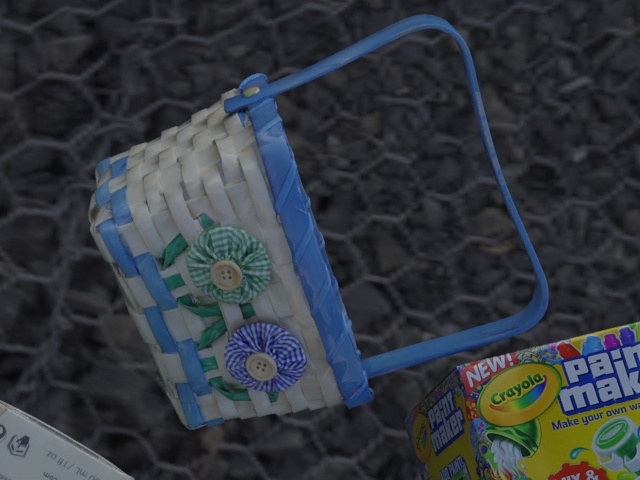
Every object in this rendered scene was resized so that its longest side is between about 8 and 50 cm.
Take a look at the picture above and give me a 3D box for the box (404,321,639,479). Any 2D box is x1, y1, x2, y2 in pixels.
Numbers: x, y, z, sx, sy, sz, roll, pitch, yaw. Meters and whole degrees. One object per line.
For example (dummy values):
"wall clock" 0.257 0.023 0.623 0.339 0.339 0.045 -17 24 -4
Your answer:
"box" 0.254 0.215 1.396 0.290 0.177 0.279 -13 74 -15

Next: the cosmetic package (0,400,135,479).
"cosmetic package" -0.227 0.267 1.124 0.113 0.160 0.309 29 75 11

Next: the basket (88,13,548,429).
"basket" 0.000 0.000 1.293 0.289 0.201 0.255 -24 114 -2
